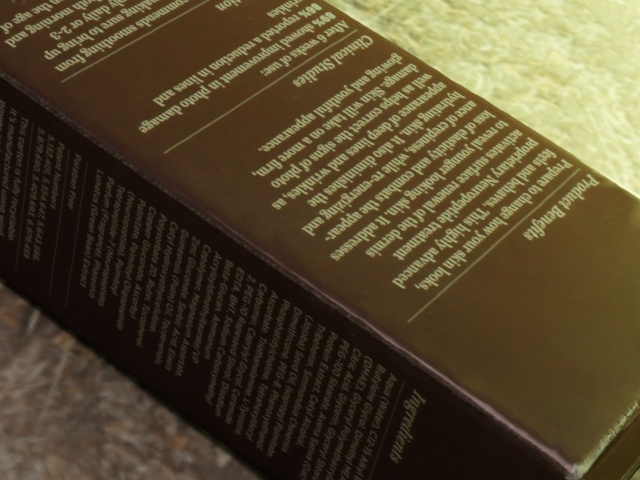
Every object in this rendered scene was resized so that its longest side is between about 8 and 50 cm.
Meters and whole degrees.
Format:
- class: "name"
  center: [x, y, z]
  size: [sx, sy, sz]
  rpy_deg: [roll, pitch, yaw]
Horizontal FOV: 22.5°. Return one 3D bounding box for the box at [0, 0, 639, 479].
- class: "box"
  center: [0.000, 0.000, 0.814]
  size: [0.381, 0.143, 0.191]
  rpy_deg: [34, 44, 20]
